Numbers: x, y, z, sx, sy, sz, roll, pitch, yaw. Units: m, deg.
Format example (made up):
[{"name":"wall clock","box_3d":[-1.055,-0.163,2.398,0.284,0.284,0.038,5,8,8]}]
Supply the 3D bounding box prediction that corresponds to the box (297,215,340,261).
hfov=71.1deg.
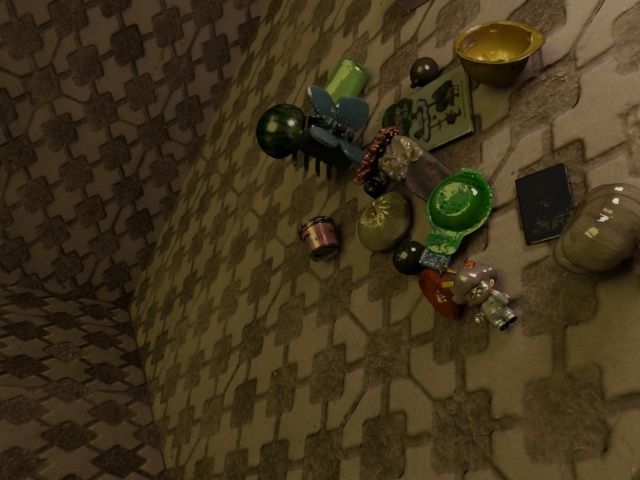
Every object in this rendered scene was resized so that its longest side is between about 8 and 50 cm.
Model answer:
[{"name":"box","box_3d":[0.000,0.000,1.735,0.151,0.151,0.135,-40,54,34]}]

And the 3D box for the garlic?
[{"name":"garlic","box_3d":[0.633,0.001,0.949,0.212,0.219,0.218,36,106,14]}]

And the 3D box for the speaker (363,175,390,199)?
[{"name":"speaker","box_3d":[0.210,-0.192,1.614,0.095,0.075,0.060,-26,54,32]}]

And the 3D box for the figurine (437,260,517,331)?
[{"name":"figurine","box_3d":[0.421,0.134,1.182,0.137,0.112,0.229,-55,52,26]}]

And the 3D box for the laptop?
[{"name":"laptop","box_3d":[0.582,-0.093,1.157,0.135,0.016,0.196,-21,60,44]}]

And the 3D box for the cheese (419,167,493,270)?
[{"name":"cheese","box_3d":[0.386,-0.065,1.315,0.204,0.083,0.320,20,87,42]}]

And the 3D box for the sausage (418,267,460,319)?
[{"name":"sausage","box_3d":[0.342,0.146,1.288,0.089,0.089,0.179,-53,39,22]}]

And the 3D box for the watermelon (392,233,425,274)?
[{"name":"watermelon","box_3d":[0.278,0.042,1.390,0.105,0.105,0.132,23,114,53]}]

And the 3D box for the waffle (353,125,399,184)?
[{"name":"waffle","box_3d":[0.193,-0.292,1.525,0.056,0.234,0.221,35,125,14]}]

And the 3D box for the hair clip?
[{"name":"hair clip","box_3d":[0.020,-0.391,1.749,0.238,0.319,0.391,-33,52,42]}]

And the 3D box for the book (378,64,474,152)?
[{"name":"book","box_3d":[0.353,-0.414,1.561,0.371,0.043,0.260,-20,60,45]}]

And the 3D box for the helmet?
[{"name":"helmet","box_3d":[0.522,-0.531,1.324,0.205,0.140,0.257,-37,49,-9]}]

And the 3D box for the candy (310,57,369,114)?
[{"name":"candy","box_3d":[0.072,-0.605,1.918,0.132,0.142,0.343,42,109,37]}]

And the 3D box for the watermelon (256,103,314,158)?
[{"name":"watermelon","box_3d":[-0.156,-0.406,1.618,0.232,0.127,0.203,29,97,50]}]

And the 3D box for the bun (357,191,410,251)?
[{"name":"bun","box_3d":[0.202,-0.070,1.526,0.222,0.128,0.222,-25,57,46]}]

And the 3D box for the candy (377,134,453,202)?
[{"name":"candy","box_3d":[0.302,-0.223,1.425,0.137,0.195,0.184,-54,35,14]}]

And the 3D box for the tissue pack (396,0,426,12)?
[{"name":"tissue pack","box_3d":[0.408,-1.009,1.713,0.247,0.093,0.148,-9,66,50]}]

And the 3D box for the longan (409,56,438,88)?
[{"name":"longan","box_3d":[0.360,-0.586,1.577,0.119,0.106,0.106,-51,38,-2]}]
